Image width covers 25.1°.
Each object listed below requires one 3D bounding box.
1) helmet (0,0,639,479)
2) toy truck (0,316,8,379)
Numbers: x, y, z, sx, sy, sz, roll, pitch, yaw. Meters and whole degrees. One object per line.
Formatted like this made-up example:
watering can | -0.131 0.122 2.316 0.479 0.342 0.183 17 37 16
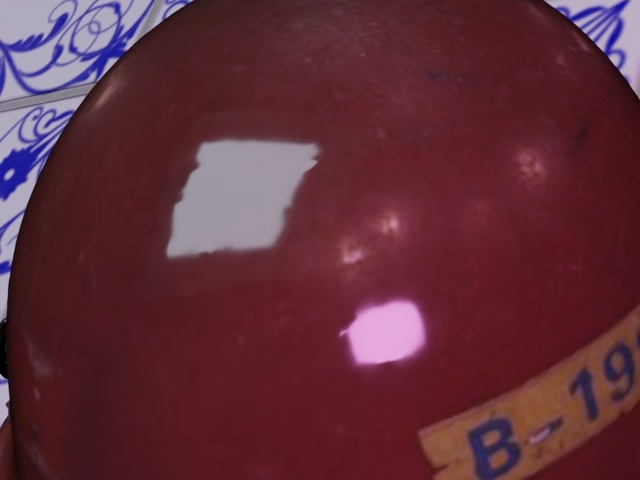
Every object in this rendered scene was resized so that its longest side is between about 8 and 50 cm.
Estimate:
helmet | 0.000 0.000 0.637 0.384 0.230 0.337 -27 39 -22
toy truck | -0.077 0.115 0.794 0.127 0.127 0.257 -33 38 -9
